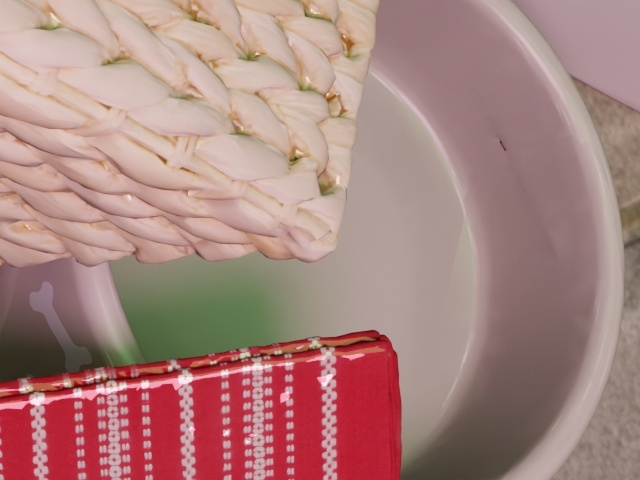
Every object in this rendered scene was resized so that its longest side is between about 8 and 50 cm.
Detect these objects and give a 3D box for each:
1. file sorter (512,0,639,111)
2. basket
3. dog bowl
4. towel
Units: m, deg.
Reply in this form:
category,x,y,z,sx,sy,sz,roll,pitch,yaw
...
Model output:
category,x,y,z,sx,sy,sz,roll,pitch,yaw
file sorter,0.177,-0.205,1.013,0.278,0.193,0.173,23,65,-25
basket,-0.175,-0.155,0.646,0.331,0.328,0.266,29,64,-54
dog bowl,0.000,0.000,0.907,0.349,0.102,0.348,8,74,-31
towel,-0.093,0.145,0.775,0.275,0.031,0.199,-7,106,-14
